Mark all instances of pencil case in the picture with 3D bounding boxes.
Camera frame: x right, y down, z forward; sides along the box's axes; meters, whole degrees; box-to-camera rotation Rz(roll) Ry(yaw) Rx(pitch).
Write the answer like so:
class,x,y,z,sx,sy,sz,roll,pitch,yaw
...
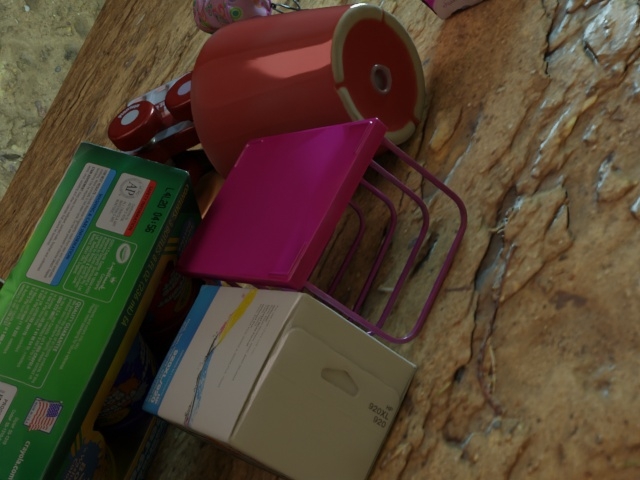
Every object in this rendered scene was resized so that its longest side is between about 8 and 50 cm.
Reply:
class,x,y,z,sx,sy,sz,roll,pitch,yaw
pencil case,-0.212,-0.546,2.120,0.124,0.124,0.284,-58,26,-6

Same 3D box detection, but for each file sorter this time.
class,x,y,z,sx,sy,sz,roll,pitch,yaw
file sorter,0.000,0.000,1.076,0.291,0.182,0.202,1,59,58

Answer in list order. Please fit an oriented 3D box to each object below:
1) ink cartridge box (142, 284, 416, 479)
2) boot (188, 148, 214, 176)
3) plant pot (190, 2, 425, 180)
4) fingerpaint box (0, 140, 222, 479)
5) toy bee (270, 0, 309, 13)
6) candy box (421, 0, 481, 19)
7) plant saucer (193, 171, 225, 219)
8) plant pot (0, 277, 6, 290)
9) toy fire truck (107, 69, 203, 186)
class,x,y,z,sx,sy,sz,roll,pitch,yaw
ink cartridge box,-0.051,0.162,0.987,0.233,0.171,0.168,-2,58,58
boot,-0.260,-0.112,1.779,0.219,0.082,0.106,-15,73,38
plant pot,-0.004,-0.205,1.265,0.243,0.275,0.274,-8,52,42
fingerpaint box,-0.295,0.163,1.188,0.371,0.163,0.444,88,-159,-62
toy bee,-0.080,-0.607,1.920,0.298,0.195,0.162,39,122,30
candy box,0.243,-0.455,1.320,0.159,0.071,0.233,-14,48,52
plant saucer,-0.229,-0.050,1.666,0.200,0.037,0.200,-39,31,29
plant pot,-0.734,0.214,1.985,0.284,0.284,0.191,-55,-9,0
toy fire truck,-0.246,-0.243,1.674,0.302,0.169,0.253,-24,41,18
